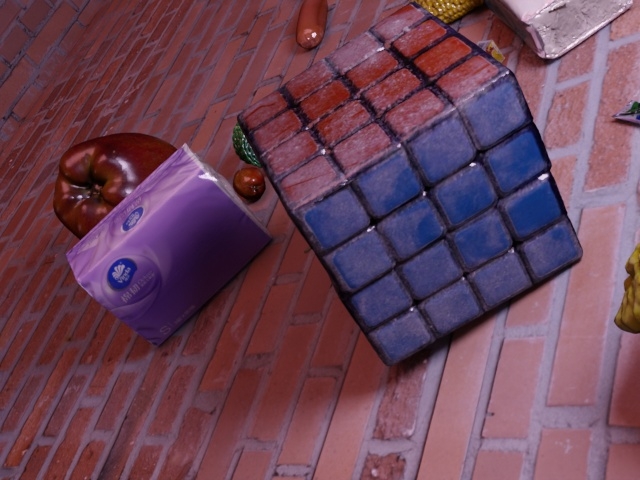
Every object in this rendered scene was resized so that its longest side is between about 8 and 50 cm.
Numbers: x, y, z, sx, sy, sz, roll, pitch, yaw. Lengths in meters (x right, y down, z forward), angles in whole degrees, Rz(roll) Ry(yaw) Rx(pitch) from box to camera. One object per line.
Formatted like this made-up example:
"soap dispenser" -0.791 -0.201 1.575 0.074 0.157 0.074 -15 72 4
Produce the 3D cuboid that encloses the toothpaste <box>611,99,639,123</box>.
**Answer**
"toothpaste" 0.508 -0.180 1.283 0.045 0.028 0.170 -40 30 -6

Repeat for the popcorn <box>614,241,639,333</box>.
"popcorn" 0.451 0.044 0.915 0.293 0.237 0.293 -23 40 21

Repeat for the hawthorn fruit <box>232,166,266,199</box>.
"hawthorn fruit" -0.152 -0.121 1.858 0.077 0.077 0.077 -27 37 23

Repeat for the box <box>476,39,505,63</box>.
"box" 0.273 -0.288 1.618 0.041 0.050 0.207 11 61 54

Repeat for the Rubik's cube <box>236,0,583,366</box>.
"Rubik's cube" 0.124 -0.089 1.271 0.345 0.337 0.343 -30 35 3

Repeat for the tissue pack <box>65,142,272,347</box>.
"tissue pack" -0.292 0.011 1.704 0.338 0.242 0.160 -44 37 1

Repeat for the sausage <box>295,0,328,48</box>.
"sausage" -0.021 -0.558 2.189 0.077 0.077 0.194 -23 39 28

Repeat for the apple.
"apple" -0.419 -0.096 1.875 0.288 0.317 0.288 -2 85 21

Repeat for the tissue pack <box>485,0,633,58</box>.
"tissue pack" 0.426 -0.470 1.592 0.201 0.124 0.271 -36 34 12

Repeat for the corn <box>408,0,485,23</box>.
"corn" 0.323 -0.543 1.791 0.318 0.115 0.115 -25 38 25

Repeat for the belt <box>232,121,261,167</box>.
"belt" -0.111 -0.220 1.865 0.151 0.121 0.079 -13 19 -29

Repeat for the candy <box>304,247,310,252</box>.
"candy" 0.000 0.000 1.618 0.083 0.023 0.025 -36 42 29
